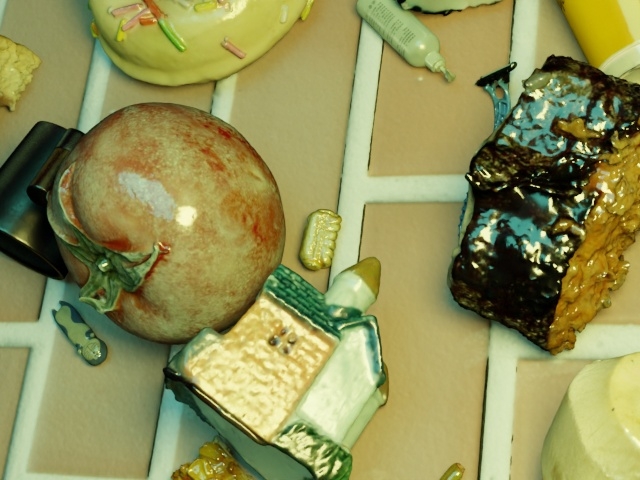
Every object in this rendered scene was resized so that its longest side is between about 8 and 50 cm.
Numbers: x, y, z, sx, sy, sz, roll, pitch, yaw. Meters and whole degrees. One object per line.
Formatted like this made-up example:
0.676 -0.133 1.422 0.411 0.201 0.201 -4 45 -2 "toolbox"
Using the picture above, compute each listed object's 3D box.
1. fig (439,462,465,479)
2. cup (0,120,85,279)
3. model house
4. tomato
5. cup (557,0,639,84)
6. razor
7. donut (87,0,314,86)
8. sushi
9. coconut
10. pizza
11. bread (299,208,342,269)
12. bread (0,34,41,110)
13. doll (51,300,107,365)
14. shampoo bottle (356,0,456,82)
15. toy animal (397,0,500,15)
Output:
0.118 0.365 1.495 0.175 0.207 0.175 0 105 -1 "fig"
-0.371 -0.057 1.823 0.239 0.166 0.177 6 61 54 "cup"
-0.013 0.144 1.588 0.253 0.184 0.291 39 76 3 "model house"
-0.199 -0.019 1.672 0.316 0.317 0.282 31 51 29 "tomato"
0.388 -0.327 1.674 0.196 0.196 0.280 -19 71 12 "cup"
0.221 -0.112 1.714 0.082 0.042 0.253 -21 51 60 "razor"
-0.169 -0.389 1.917 0.371 0.150 0.307 -44 61 -3 "donut"
0.287 -0.048 1.545 0.207 0.234 0.349 26 94 26 "sushi"
0.358 0.245 1.415 0.241 0.241 0.241 -8 65 17 "coconut"
-0.140 0.326 1.643 0.182 0.062 0.161 -5 65 19 "pizza"
0.000 0.000 1.751 0.049 0.034 0.088 8 74 8 "bread"
-0.593 -0.261 1.983 0.224 0.211 0.184 14 80 20 "bread"
-0.341 0.130 1.822 0.037 0.027 0.125 -49 60 3 "doll"
0.127 -0.283 1.817 0.056 0.056 0.195 -40 61 0 "shampoo bottle"
0.171 -0.413 1.817 0.166 0.138 0.179 4 59 -23 "toy animal"
